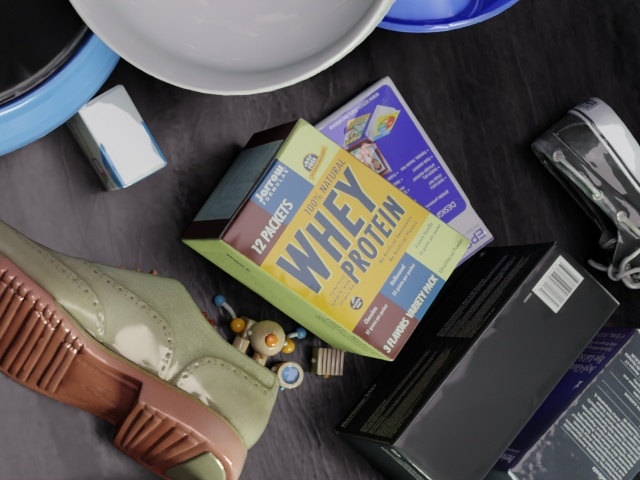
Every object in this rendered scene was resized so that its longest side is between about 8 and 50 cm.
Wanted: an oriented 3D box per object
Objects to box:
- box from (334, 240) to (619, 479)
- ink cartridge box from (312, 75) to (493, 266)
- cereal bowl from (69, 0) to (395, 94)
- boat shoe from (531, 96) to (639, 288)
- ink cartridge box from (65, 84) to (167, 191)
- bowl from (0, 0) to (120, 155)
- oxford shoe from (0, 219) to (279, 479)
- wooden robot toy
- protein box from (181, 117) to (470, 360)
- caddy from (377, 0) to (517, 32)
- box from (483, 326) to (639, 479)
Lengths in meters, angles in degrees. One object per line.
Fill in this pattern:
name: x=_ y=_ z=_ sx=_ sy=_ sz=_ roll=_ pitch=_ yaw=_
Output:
box: x=0.154 y=0.130 z=1.767 sx=0.103 sy=0.184 sz=0.261 roll=43 pitch=77 yaw=-14
ink cartridge box: x=0.041 y=-0.027 z=1.808 sx=0.206 sy=0.045 sz=0.208 roll=-36 pitch=97 yaw=-14
cereal bowl: x=-0.067 y=-0.300 z=1.519 sx=0.338 sy=0.141 sz=0.339 roll=3 pitch=101 yaw=15
boat shoe: x=0.339 y=-0.002 z=1.868 sx=0.105 sy=0.113 sz=0.306 roll=-36 pitch=96 yaw=-9
ink cartridge box: x=-0.200 y=-0.097 z=1.696 sx=0.052 sy=0.122 sz=0.089 roll=-31 pitch=97 yaw=-12
bowl: x=-0.361 y=-0.261 z=1.613 sx=0.391 sy=0.077 sz=0.391 roll=2 pitch=74 yaw=-5
oxford shoe: x=-0.218 y=0.078 z=1.696 sx=0.397 sy=0.140 sz=0.146 roll=40 pitch=52 yaw=-7
wooden robot toy: x=-0.053 y=0.110 z=1.757 sx=0.173 sy=0.079 sz=0.076 roll=22 pitch=82 yaw=-15
protein box: x=0.000 y=0.000 z=1.669 sx=0.199 sy=0.201 sz=0.136 roll=36 pitch=82 yaw=-11
caddy: x=0.067 y=-0.344 z=1.706 sx=0.241 sy=0.179 sz=0.341 roll=-39 pitch=60 yaw=-19
box: x=0.264 y=0.196 z=1.816 sx=0.207 sy=0.153 sz=0.108 roll=-46 pitch=101 yaw=-14
